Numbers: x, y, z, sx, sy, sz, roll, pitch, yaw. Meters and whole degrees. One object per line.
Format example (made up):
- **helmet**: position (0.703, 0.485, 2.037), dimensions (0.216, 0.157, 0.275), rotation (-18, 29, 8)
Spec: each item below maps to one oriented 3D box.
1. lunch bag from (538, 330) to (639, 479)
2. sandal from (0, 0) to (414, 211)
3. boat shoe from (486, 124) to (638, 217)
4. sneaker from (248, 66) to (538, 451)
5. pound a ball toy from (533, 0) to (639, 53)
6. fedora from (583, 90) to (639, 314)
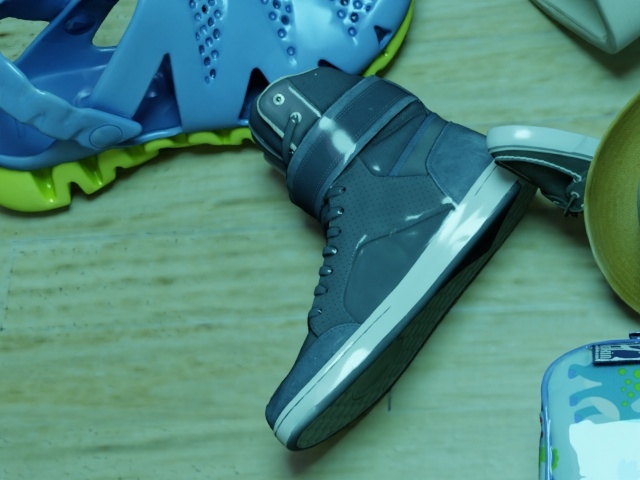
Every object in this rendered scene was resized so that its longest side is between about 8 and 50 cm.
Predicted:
- **lunch bag**: position (0.200, 0.157, 0.845), dimensions (0.176, 0.090, 0.219), rotation (1, 67, 11)
- **sandal**: position (-0.089, -0.123, 1.017), dimensions (0.317, 0.138, 0.126), rotation (-24, 60, 0)
- **boat shoe**: position (0.155, -0.030, 0.930), dimensions (0.142, 0.049, 0.040), rotation (16, 77, -25)
- **sneaker**: position (0.000, 0.000, 0.956), dimensions (0.163, 0.086, 0.226), rotation (35, 67, 14)
- **pound a ball toy**: position (0.247, -0.270, 1.026), dimensions (0.319, 0.136, 0.208), rotation (-37, 38, -5)
- **fedora**: position (0.235, -0.011, 0.863), dimensions (0.194, 0.194, 0.079), rotation (-3, 25, 12)
